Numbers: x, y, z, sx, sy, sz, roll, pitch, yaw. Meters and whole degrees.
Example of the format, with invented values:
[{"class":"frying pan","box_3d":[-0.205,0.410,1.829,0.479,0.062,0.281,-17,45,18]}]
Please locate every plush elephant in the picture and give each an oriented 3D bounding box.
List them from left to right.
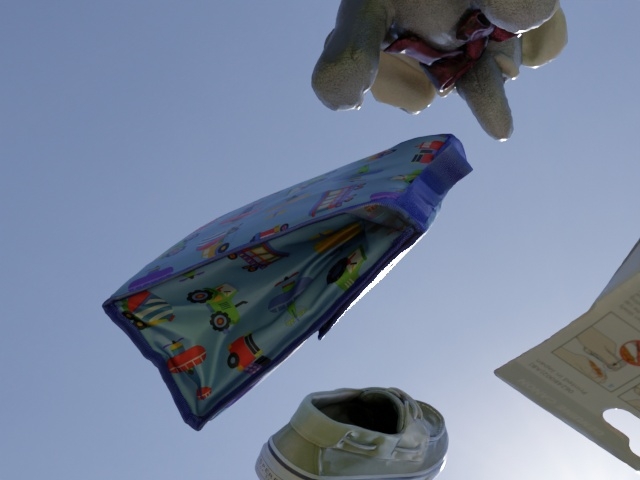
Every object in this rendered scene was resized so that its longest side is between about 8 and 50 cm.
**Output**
[{"class":"plush elephant","box_3d":[0.154,-0.231,1.294,0.272,0.330,0.255,-26,-50,19]}]

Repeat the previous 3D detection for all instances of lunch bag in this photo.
[{"class":"lunch bag","box_3d":[0.000,0.000,0.962,0.293,0.221,0.138,-34,-85,25]}]

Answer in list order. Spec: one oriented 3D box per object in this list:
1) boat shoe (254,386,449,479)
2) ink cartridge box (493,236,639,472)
[{"class":"boat shoe","box_3d":[0.056,0.191,1.106,0.109,0.302,0.094,42,-70,24]},{"class":"ink cartridge box","box_3d":[0.375,0.073,0.893,0.308,0.091,0.385,34,-45,-12]}]
